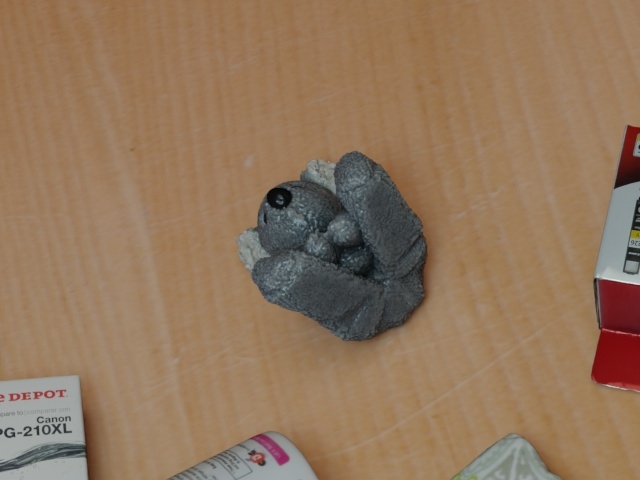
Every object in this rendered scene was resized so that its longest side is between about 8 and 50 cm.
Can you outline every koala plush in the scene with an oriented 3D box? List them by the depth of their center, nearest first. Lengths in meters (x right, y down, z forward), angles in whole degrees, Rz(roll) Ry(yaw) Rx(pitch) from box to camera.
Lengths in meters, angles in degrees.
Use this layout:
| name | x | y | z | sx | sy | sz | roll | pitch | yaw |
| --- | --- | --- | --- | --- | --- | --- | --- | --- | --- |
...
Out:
| name | x | y | z | sx | sy | sz | roll | pitch | yaw |
| --- | --- | --- | --- | --- | --- | --- | --- | --- | --- |
| koala plush | 0.000 | 0.000 | 1.725 | 0.196 | 0.203 | 0.221 | -52 | 40 | -5 |

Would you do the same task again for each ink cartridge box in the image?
| name | x | y | z | sx | sy | sz | roll | pitch | yaw |
| --- | --- | --- | --- | --- | --- | --- | --- | --- | --- |
| ink cartridge box | 0.461 | 0.036 | 1.600 | 0.309 | 0.130 | 0.271 | 8 | 62 | 17 |
| ink cartridge box | -0.340 | 0.275 | 1.631 | 0.172 | 0.100 | 0.237 | -4 | 56 | -11 |

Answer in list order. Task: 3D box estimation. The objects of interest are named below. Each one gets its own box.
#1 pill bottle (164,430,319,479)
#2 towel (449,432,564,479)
| name | x | y | z | sx | sy | sz | roll | pitch | yaw |
| --- | --- | --- | --- | --- | --- | --- | --- | --- | --- |
| pill bottle | -0.136 | 0.321 | 1.504 | 0.283 | 0.160 | 0.160 | -23 | 55 | -22 |
| towel | 0.189 | 0.414 | 1.457 | 0.320 | 0.090 | 0.374 | -35 | 58 | -13 |
